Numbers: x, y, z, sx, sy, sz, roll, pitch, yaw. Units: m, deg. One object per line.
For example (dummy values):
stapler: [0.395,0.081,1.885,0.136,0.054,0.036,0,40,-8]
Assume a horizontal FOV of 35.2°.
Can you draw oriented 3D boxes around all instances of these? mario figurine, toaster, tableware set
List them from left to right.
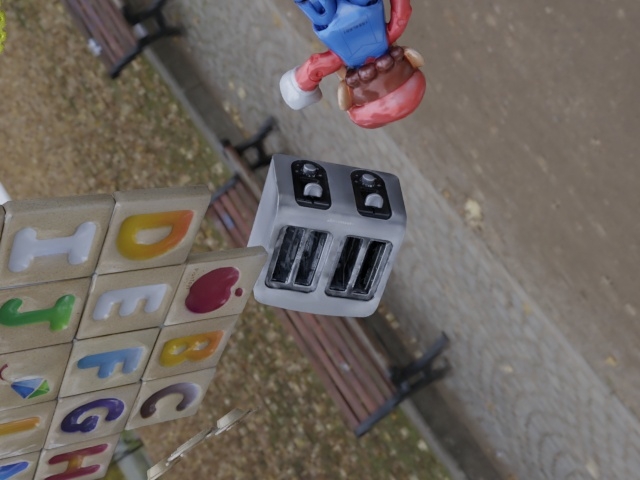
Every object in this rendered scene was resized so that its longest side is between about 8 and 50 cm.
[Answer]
tableware set: [-0.162,0.265,1.301,0.020,0.141,0.168,54,132,4]
toaster: [0.000,0.000,1.244,0.110,0.168,0.186,-101,25,-55]
mario figurine: [0.031,-0.279,1.301,0.198,0.170,0.320,2,145,27]

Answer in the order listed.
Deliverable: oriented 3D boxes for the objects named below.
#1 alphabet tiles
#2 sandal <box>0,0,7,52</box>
alphabet tiles: [-0.200,0.083,0.575,0.011,0.342,0.285,57,138,32]
sandal: [-0.548,-0.382,1.508,0.126,0.138,0.317,27,126,17]
